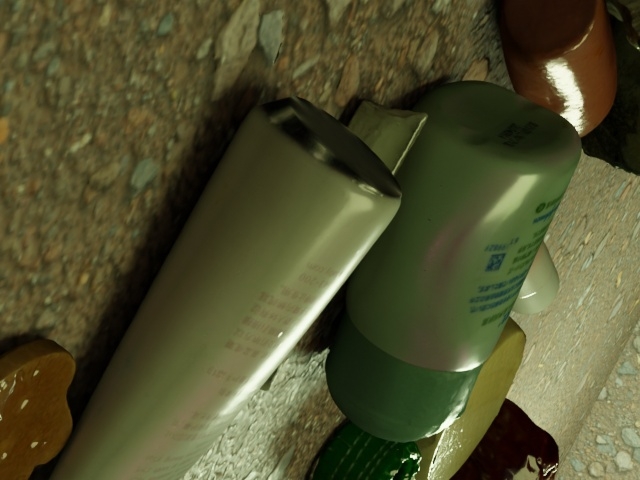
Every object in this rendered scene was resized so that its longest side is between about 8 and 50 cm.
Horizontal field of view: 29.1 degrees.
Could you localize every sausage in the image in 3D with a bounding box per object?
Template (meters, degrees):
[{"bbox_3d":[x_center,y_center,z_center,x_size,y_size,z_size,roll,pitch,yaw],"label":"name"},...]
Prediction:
[{"bbox_3d":[0.236,-0.179,1.210,0.113,0.114,0.259,-58,158,-4],"label":"sausage"}]

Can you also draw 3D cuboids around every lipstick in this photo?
[{"bbox_3d":[0.234,0.020,1.506,0.087,0.087,0.327,-58,159,-3],"label":"lipstick"}]

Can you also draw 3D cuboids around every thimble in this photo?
[{"bbox_3d":[0.050,0.269,1.424,0.130,0.090,0.118,-52,156,-21],"label":"thimble"}]

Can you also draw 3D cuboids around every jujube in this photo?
[{"bbox_3d":[0.228,0.343,1.799,0.232,0.213,0.213,-51,159,-7],"label":"jujube"}]

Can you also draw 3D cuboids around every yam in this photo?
[{"bbox_3d":[0.437,-0.221,1.501,0.195,0.195,0.300,-25,140,-57],"label":"yam"}]

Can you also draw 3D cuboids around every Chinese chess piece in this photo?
[{"bbox_3d":[0.161,0.193,1.567,0.251,0.097,0.250,-48,156,-29],"label":"Chinese chess piece"}]

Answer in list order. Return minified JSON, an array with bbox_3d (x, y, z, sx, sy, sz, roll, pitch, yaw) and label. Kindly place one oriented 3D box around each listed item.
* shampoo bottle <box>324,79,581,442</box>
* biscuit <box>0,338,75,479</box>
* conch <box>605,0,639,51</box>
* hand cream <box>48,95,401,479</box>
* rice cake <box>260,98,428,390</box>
[{"bbox_3d":[0.109,0.036,1.154,0.222,0.151,0.349,-38,151,-56],"label":"shampoo bottle"},{"bbox_3d":[-0.193,0.122,0.756,0.140,0.023,0.118,-62,161,6],"label":"biscuit"},{"bbox_3d":[0.311,-0.246,1.164,0.178,0.245,0.163,7,149,-32],"label":"conch"},{"bbox_3d":[-0.082,0.073,0.852,0.358,0.118,0.185,-56,167,13],"label":"hand cream"},{"bbox_3d":[0.000,0.000,0.982,0.256,0.057,0.052,-60,158,2],"label":"rice cake"}]
